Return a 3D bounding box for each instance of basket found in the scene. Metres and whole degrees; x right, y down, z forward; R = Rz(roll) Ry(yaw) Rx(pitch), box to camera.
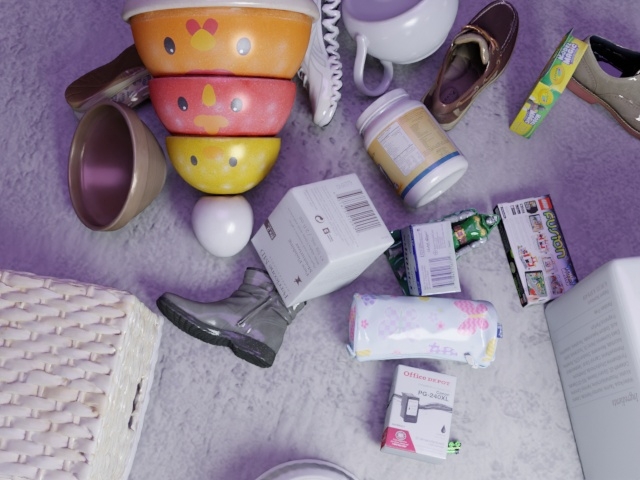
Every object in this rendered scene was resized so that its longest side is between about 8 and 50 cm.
[{"bbox_3d":[-0.462,0.225,1.229,0.331,0.266,0.329,10,72,1],"label":"basket"}]

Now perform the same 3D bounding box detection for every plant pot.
[{"bbox_3d":[-0.364,-0.133,1.409,0.109,0.237,0.238,3,65,-47],"label":"plant pot"}]

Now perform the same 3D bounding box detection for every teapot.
[{"bbox_3d":[0.173,-0.449,1.548,0.255,0.187,0.253,-17,52,17],"label":"teapot"}]

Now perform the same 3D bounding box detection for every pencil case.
[{"bbox_3d":[0.183,0.163,1.376,0.272,0.113,0.124,4,86,-3],"label":"pencil case"}]

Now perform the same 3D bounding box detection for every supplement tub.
[{"bbox_3d":[0.174,-0.179,1.471,0.144,0.144,0.200,-32,76,-13],"label":"supplement tub"}]

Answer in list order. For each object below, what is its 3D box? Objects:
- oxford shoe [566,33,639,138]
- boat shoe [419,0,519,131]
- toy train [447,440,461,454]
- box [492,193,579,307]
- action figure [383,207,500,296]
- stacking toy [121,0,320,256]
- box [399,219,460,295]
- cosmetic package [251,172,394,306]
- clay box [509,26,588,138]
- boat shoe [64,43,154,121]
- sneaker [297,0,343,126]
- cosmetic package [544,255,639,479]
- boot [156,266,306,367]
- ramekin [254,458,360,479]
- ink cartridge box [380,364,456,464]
[{"bbox_3d":[0.664,-0.301,1.554,0.348,0.130,0.123,28,72,5],"label":"oxford shoe"},{"bbox_3d":[0.318,-0.379,1.558,0.123,0.123,0.342,36,73,7],"label":"boat shoe"},{"bbox_3d":[0.212,0.372,1.359,0.083,0.017,0.024,0,81,-4],"label":"toy train"},{"bbox_3d":[0.421,0.019,1.480,0.114,0.036,0.207,-10,73,-8],"label":"box"},{"bbox_3d":[0.241,0.000,1.459,0.232,0.063,0.137,-24,86,-8],"label":"action figure"},{"bbox_3d":[-0.169,-0.207,1.381,0.350,0.350,0.480,-3,98,-5],"label":"stacking toy"},{"bbox_3d":[0.193,0.034,1.352,0.072,0.137,0.126,-7,86,-2],"label":"box"},{"bbox_3d":[0.000,0.000,1.355,0.151,0.184,0.151,-17,69,-37],"label":"cosmetic package"},{"bbox_3d":[0.451,-0.306,1.492,0.053,0.222,0.127,30,73,6],"label":"clay box"},{"bbox_3d":[-0.369,-0.322,1.518,0.285,0.089,0.104,-31,51,-16],"label":"boat shoe"},{"bbox_3d":[-0.018,-0.368,1.524,0.118,0.110,0.292,-1,79,-11],"label":"sneaker"},{"bbox_3d":[0.621,0.239,1.271,0.329,0.327,0.394,-6,72,-6],"label":"cosmetic package"},{"bbox_3d":[-0.161,0.116,1.393,0.246,0.083,0.161,26,65,-1],"label":"boot"},{"bbox_3d":[-0.017,0.495,1.243,0.272,0.127,0.273,1,72,-4],"label":"ramekin"},{"bbox_3d":[0.174,0.306,1.341,0.109,0.063,0.151,12,64,3],"label":"ink cartridge box"}]
